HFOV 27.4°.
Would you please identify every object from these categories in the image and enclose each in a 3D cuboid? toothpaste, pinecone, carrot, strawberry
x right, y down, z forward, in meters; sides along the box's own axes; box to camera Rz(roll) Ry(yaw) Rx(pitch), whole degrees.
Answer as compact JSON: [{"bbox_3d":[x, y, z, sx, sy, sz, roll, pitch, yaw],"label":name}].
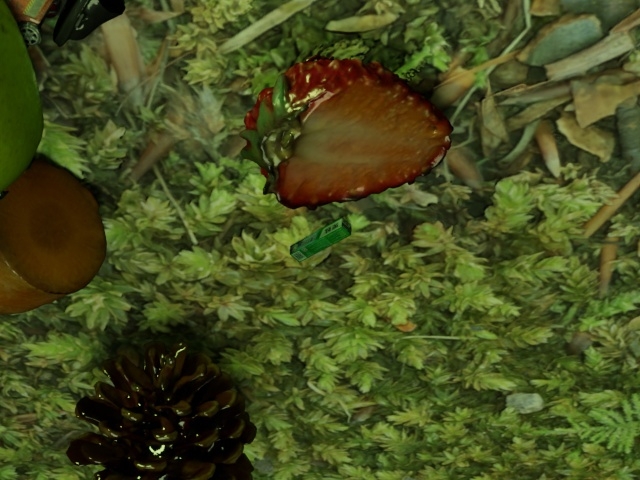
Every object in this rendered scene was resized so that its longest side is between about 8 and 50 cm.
[{"bbox_3d":[0.000,0.000,1.590,0.083,0.017,0.020,-29,127,30],"label":"toothpaste"},{"bbox_3d":[-0.209,0.250,1.724,0.264,0.264,0.264,1,138,1],"label":"pinecone"},{"bbox_3d":[-0.369,0.015,1.549,0.159,0.159,0.225,31,144,-29],"label":"carrot"},{"bbox_3d":[0.025,-0.129,1.394,0.236,0.111,0.190,3,133,-37],"label":"strawberry"}]

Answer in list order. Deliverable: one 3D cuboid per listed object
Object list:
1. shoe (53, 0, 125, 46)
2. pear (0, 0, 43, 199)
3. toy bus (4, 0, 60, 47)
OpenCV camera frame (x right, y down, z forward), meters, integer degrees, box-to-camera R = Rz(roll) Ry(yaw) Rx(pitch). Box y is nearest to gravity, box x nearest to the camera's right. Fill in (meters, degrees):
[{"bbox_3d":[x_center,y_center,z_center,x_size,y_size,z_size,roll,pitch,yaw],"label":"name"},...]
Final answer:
[{"bbox_3d":[-0.213,-0.243,1.296,0.053,0.062,0.159,20,131,-23],"label":"shoe"},{"bbox_3d":[-0.424,-0.173,1.253,0.286,0.176,0.282,20,137,6],"label":"pear"},{"bbox_3d":[-0.277,-0.259,1.280,0.077,0.065,0.192,32,131,-15],"label":"toy bus"}]
